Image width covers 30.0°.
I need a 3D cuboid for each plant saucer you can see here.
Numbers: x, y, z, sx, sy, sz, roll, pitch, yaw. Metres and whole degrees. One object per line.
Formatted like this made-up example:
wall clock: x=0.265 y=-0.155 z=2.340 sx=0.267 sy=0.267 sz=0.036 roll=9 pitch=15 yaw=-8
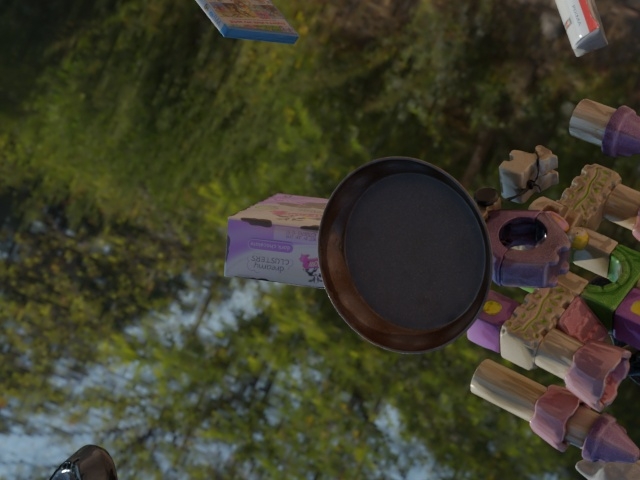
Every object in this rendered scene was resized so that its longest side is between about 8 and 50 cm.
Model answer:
plant saucer: x=0.075 y=0.012 z=1.013 sx=0.168 sy=0.168 sz=0.029 roll=26 pitch=-159 yaw=28

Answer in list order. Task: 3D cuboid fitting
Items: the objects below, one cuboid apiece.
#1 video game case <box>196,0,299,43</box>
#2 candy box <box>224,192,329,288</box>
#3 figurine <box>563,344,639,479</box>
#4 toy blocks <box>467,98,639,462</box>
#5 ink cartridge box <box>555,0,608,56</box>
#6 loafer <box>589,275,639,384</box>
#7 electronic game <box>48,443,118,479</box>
video game case: x=-0.110 y=-0.292 z=1.390 sx=0.119 sy=0.015 sz=0.166 roll=-4 pitch=-130 yaw=-50
candy box: x=0.000 y=0.000 z=1.341 sx=0.165 sy=0.070 sz=0.196 roll=7 pitch=-169 yaw=12
figurine: x=0.377 y=0.201 z=1.341 sx=0.210 sy=0.214 sz=0.092 roll=-10 pitch=156 yaw=-3
toy blocks: x=0.319 y=0.048 z=1.190 sx=0.260 sy=0.288 sz=0.309 roll=26 pitch=148 yaw=30
ink cartridge box: x=0.256 y=-0.277 z=1.255 sx=0.045 sy=0.145 sz=0.179 roll=-19 pitch=174 yaw=20
loafer: x=0.552 y=0.156 z=2.117 sx=0.220 sy=0.080 sz=0.078 roll=64 pitch=-157 yaw=7
electronic game: x=-0.254 y=0.319 z=1.199 sx=0.048 sy=0.229 sz=0.229 roll=18 pitch=-174 yaw=-25
